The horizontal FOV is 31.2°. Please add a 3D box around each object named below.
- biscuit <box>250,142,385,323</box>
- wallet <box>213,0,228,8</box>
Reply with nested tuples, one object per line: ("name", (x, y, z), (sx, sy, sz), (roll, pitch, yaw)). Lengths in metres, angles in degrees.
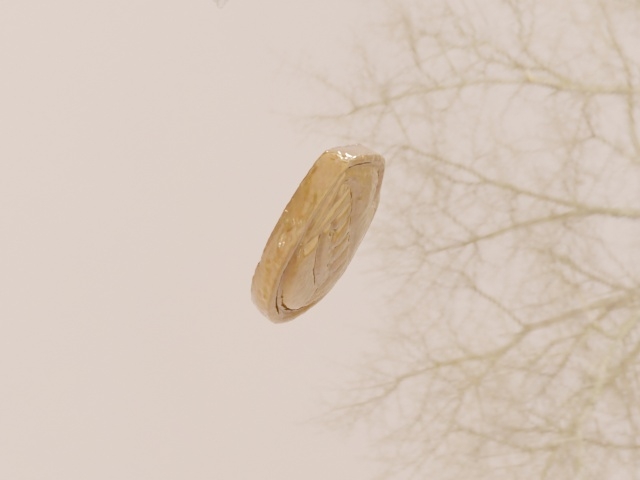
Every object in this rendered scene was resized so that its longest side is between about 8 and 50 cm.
("biscuit", (0.000, 0.000, 0.869), (0.029, 0.220, 0.142), (38, -113, 13))
("wallet", (-0.062, -0.216, 0.853), (0.011, 0.083, 0.044), (6, -138, -56))
